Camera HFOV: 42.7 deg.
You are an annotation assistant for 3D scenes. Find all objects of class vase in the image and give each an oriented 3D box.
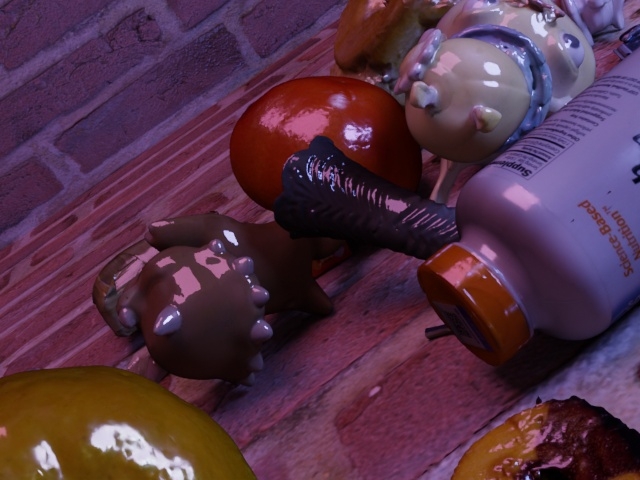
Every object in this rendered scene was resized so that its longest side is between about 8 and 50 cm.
[{"bbox_3d":[0.078,-0.019,0.809,0.237,0.115,0.115,22,53,32],"label":"vase"}]

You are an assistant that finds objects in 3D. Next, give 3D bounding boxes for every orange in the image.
[{"bbox_3d":[-0.161,0.220,0.522,0.279,0.279,0.235,-53,-1,-42],"label":"orange"}]

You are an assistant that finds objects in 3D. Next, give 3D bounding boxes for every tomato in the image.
[{"bbox_3d":[0.016,-0.118,1.057,0.260,0.180,0.260,5,21,-2],"label":"tomato"}]

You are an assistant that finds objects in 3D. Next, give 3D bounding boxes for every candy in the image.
[{"bbox_3d":[0.000,0.000,1.083,0.062,0.038,0.122,-31,20,6],"label":"candy"}]

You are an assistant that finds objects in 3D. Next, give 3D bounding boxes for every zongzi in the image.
[{"bbox_3d":[-0.256,0.046,1.290,0.228,0.115,0.256,-36,10,-17],"label":"zongzi"}]

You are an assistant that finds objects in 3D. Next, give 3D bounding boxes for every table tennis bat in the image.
[{"bbox_3d":[0.134,0.077,0.754,0.083,0.007,0.050,-20,25,29],"label":"table tennis bat"}]

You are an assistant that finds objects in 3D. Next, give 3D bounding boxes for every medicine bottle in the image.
[{"bbox_3d":[0.216,-0.026,0.650,0.289,0.157,0.157,-38,21,-10],"label":"medicine bottle"}]

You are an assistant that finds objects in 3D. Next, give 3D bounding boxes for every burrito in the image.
[{"bbox_3d":[-0.185,0.132,1.057,0.149,0.041,0.055,-37,7,-9],"label":"burrito"}]

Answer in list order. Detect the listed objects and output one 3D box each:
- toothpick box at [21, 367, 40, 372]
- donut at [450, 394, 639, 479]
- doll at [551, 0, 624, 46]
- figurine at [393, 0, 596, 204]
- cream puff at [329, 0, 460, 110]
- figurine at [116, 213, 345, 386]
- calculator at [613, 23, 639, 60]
[{"bbox_3d":[-0.285,0.220,0.855,0.098,0.149,0.098,-29,21,12],"label":"toothpick box"},{"bbox_3d":[0.143,0.159,0.483,0.140,0.059,0.140,-29,22,12],"label":"donut"},{"bbox_3d":[0.380,-0.378,1.304,0.188,0.099,0.384,-31,17,6],"label":"doll"},{"bbox_3d":[0.166,-0.134,0.866,0.274,0.227,0.394,-69,-12,18],"label":"figurine"},{"bbox_3d":[0.173,-0.319,1.262,0.327,0.231,0.343,10,74,65],"label":"cream puff"},{"bbox_3d":[-0.090,0.072,0.893,0.177,0.247,0.173,-49,48,33],"label":"figurine"},{"bbox_3d":[0.448,-0.232,0.952,0.166,0.028,0.274,-27,21,16],"label":"calculator"}]
